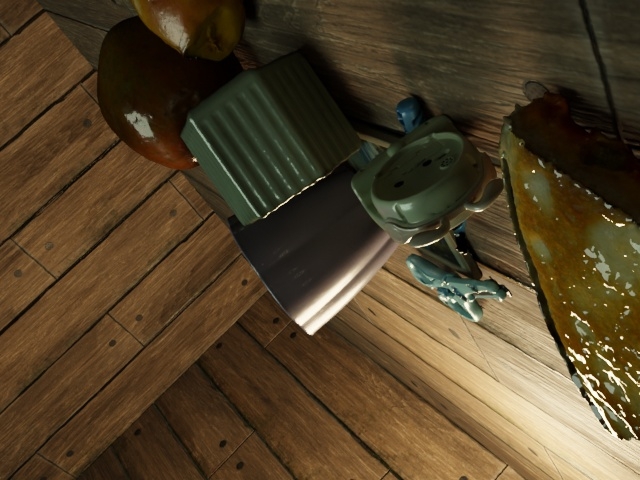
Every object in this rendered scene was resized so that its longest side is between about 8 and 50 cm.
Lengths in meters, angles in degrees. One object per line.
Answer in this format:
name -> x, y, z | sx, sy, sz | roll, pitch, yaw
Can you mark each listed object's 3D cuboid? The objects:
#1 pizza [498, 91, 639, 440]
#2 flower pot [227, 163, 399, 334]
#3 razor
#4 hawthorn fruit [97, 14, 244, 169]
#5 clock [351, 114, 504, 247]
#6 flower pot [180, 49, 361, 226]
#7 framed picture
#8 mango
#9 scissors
pizza -> 0.352, 0.067, 0.638 | 0.406, 0.130, 0.440 | 24, 146, 60
flower pot -> 0.000, 0.000, 1.286 | 0.265, 0.243, 0.265 | 54, 179, 2
razor -> 0.164, -0.093, 0.962 | 0.253, 0.042, 0.082 | 56, -154, -37
hawthorn fruit -> -0.260, -0.258, 1.269 | 0.301, 0.268, 0.268 | 53, 174, 30
clock -> 0.126, -0.066, 0.817 | 0.062, 0.151, 0.191 | 53, -177, -28
flower pot -> -0.077, -0.157, 1.090 | 0.209, 0.239, 0.189 | -29, 96, 42
framed picture -> 0.137, -0.073, 1.169 | 0.232, 0.024, 0.315 | 32, 162, 53
mango -> -0.231, -0.396, 1.067 | 0.257, 0.138, 0.187 | 47, -173, 9
scissors -> 0.246, 0.087, 1.226 | 0.180, 0.032, 0.393 | 41, 174, -3
